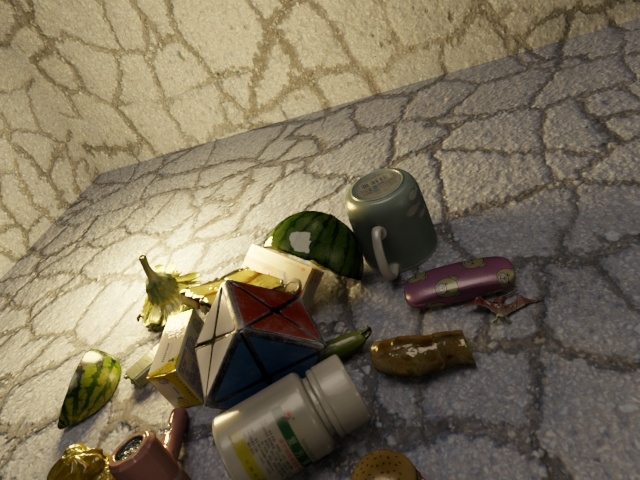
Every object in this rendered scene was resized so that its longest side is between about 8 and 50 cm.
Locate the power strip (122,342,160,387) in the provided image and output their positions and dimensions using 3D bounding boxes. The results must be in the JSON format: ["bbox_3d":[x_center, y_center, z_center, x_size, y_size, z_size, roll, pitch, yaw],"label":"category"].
[{"bbox_3d":[-0.538,0.388,1.755,0.272,0.052,0.078,-41,36,-25],"label":"power strip"}]

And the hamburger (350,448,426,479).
[{"bbox_3d":[0.133,0.514,1.065,0.175,0.137,0.175,-20,31,12],"label":"hamburger"}]

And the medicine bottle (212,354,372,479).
[{"bbox_3d":[-0.064,0.434,1.236,0.340,0.208,0.208,-29,33,-6],"label":"medicine bottle"}]

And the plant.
[{"bbox_3d":[-0.616,0.201,1.950,0.306,0.297,0.261,30,92,34],"label":"plant"}]

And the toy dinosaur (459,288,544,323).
[{"bbox_3d":[0.491,0.178,1.399,0.220,0.032,0.108,-4,34,13],"label":"toy dinosaur"}]

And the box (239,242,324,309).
[{"bbox_3d":[-0.159,0.151,1.749,0.353,0.069,0.214,19,83,45],"label":"box"}]

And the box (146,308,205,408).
[{"bbox_3d":[-0.421,0.364,1.610,0.097,0.168,0.265,-19,35,14],"label":"box"}]

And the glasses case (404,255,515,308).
[{"bbox_3d":[0.398,0.120,1.497,0.317,0.075,0.123,-15,34,15],"label":"glasses case"}]

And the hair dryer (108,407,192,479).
[{"bbox_3d":[-0.413,0.537,1.351,0.125,0.210,0.352,-28,18,4],"label":"hair dryer"}]

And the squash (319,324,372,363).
[{"bbox_3d":[0.035,0.314,1.471,0.252,0.066,0.066,-22,33,6],"label":"squash"}]

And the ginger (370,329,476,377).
[{"bbox_3d":[0.258,0.294,1.324,0.263,0.116,0.109,-10,76,14],"label":"ginger"}]

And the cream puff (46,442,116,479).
[{"bbox_3d":[-0.613,0.626,1.361,0.221,0.194,0.194,9,46,37],"label":"cream puff"}]

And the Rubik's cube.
[{"bbox_3d":[-0.175,0.288,1.395,0.260,0.259,0.255,-62,28,16],"label":"Rubik's cube"}]

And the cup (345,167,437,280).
[{"bbox_3d":[0.214,-0.045,1.668,0.260,0.274,0.356,-10,35,23],"label":"cup"}]

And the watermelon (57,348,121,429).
[{"bbox_3d":[-0.783,0.463,1.737,0.159,0.128,0.303,-17,34,13],"label":"watermelon"}]

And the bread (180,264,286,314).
[{"bbox_3d":[-0.279,0.167,1.626,0.263,0.236,0.198,9,83,46],"label":"bread"}]

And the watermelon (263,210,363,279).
[{"bbox_3d":[0.000,0.000,1.661,0.331,0.331,0.189,13,88,43],"label":"watermelon"}]
